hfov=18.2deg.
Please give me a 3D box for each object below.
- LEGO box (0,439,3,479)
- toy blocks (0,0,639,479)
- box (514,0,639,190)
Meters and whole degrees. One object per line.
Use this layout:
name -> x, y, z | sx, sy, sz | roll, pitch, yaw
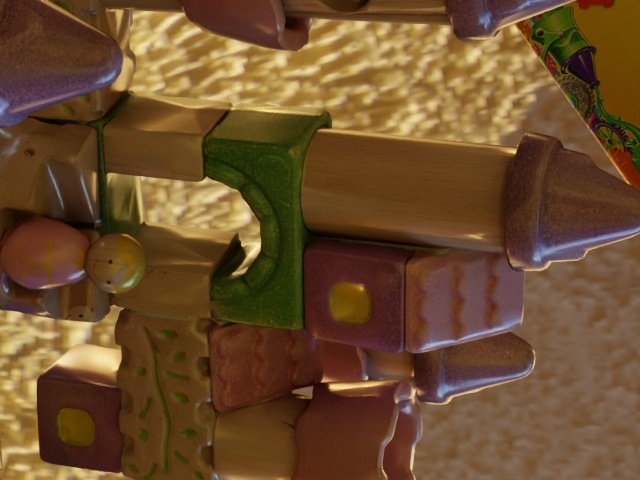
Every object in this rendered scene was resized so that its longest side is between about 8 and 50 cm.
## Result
LEGO box -> -0.312, 0.032, 0.906 | 0.193, 0.372, 0.500 | -17, -52, 2
toy blocks -> 0.000, 0.000, 0.778 | 0.309, 0.260, 0.289 | -51, -35, -59
box -> 0.265, -0.180, 1.192 | 0.290, 0.177, 0.279 | -38, -113, 13
